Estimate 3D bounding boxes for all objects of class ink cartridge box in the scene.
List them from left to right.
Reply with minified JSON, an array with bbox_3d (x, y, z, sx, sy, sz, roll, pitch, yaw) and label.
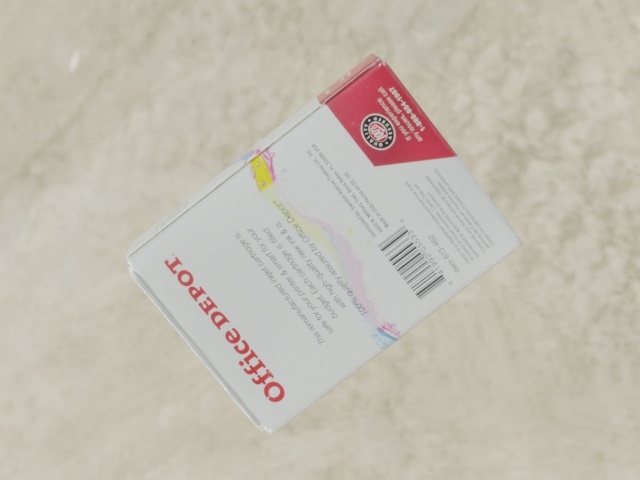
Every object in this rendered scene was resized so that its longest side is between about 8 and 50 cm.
[{"bbox_3d":[0.000,0.000,0.851,0.175,0.127,0.072,-37,9,4],"label":"ink cartridge box"}]
